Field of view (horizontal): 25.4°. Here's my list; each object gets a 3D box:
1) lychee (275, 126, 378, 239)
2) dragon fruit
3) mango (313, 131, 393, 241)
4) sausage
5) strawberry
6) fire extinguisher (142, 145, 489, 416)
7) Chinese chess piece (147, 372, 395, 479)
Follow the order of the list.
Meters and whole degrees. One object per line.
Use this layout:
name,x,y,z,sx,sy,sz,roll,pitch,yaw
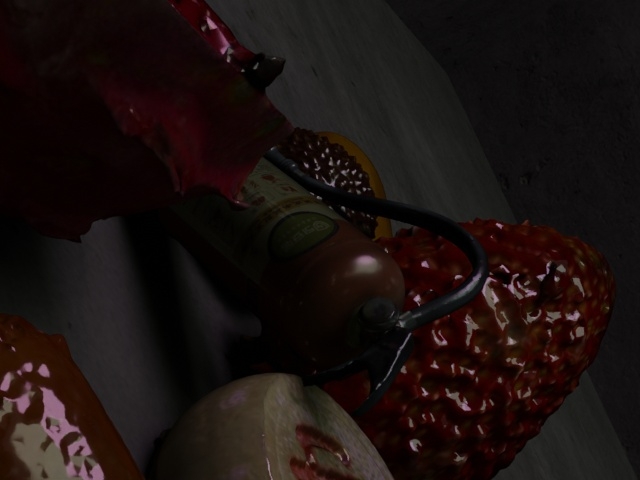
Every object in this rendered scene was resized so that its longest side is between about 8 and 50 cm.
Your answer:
lychee,-0.036,-0.036,1.450,0.188,0.188,0.188,52,17,-22
dragon fruit,-0.207,-0.142,1.015,0.371,0.249,0.386,50,4,37
mango,0.016,-0.007,1.612,0.175,0.139,0.254,39,30,-59
sausage,-0.158,0.162,0.731,0.141,0.153,0.268,-24,81,-46
strawberry,0.111,0.099,1.339,0.292,0.343,0.292,51,11,-15
fire extinguisher,-0.005,-0.005,1.225,0.376,0.200,0.113,41,-11,43
Chinese chess piece,-0.018,0.235,1.109,0.270,0.112,0.270,51,18,-24
